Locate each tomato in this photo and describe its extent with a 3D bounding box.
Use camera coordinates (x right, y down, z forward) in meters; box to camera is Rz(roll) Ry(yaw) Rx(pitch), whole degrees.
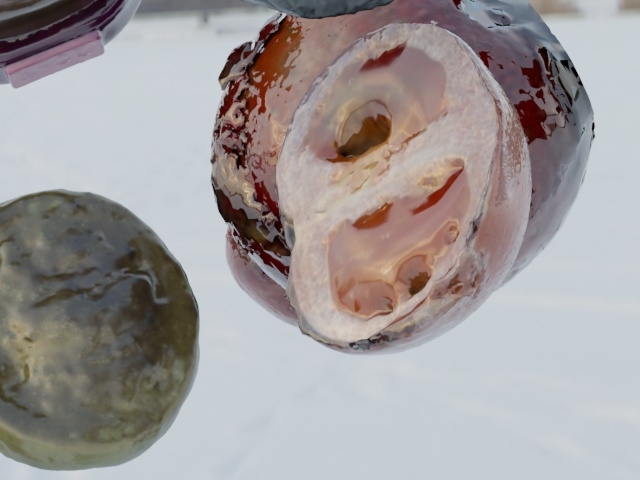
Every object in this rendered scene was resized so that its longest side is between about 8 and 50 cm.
[{"bbox_3d":[0.073,-0.027,1.292,0.112,0.228,0.199,21,-38,-38],"label":"tomato"}]

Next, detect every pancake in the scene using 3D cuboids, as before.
[{"bbox_3d":[-0.205,0.063,1.560,0.241,0.242,0.050,-6,-26,-21],"label":"pancake"}]

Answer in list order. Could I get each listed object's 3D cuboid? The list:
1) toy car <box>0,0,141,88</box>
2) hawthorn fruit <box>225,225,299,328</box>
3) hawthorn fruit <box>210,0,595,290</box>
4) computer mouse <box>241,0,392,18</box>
[{"bbox_3d":[-0.279,-0.312,1.606,0.271,0.341,0.240,-24,-13,-8],"label":"toy car"},{"bbox_3d":[0.000,0.000,1.828,0.185,0.185,0.202,-2,15,11],"label":"hawthorn fruit"},{"bbox_3d":[0.071,-0.080,1.554,0.315,0.316,0.316,-3,6,0],"label":"hawthorn fruit"},{"bbox_3d":[0.046,-0.233,1.097,0.295,0.168,0.087,-27,48,-9],"label":"computer mouse"}]
